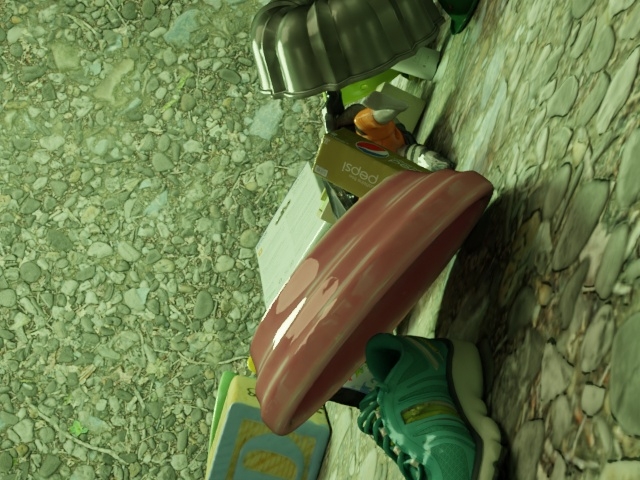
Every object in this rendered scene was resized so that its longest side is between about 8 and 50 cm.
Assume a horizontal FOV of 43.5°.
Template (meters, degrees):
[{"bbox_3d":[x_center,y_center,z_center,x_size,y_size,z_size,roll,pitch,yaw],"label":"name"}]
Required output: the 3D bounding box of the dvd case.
[{"bbox_3d":[0.050,0.021,1.117,0.164,0.018,0.221,-118,8,-60],"label":"dvd case"}]

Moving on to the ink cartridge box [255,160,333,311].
[{"bbox_3d":[-0.061,-0.007,2.171,0.324,0.071,0.330,-57,24,23],"label":"ink cartridge box"}]

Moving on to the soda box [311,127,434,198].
[{"bbox_3d":[0.084,-0.079,1.028,0.061,0.181,0.058,-27,-38,-56],"label":"soda box"}]

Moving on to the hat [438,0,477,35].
[{"bbox_3d":[0.168,-0.452,1.275,0.173,0.183,0.208,-82,10,-50],"label":"hat"}]

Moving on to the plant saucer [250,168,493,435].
[{"bbox_3d":[0.042,0.049,0.822,0.332,0.084,0.332,-46,-12,-13],"label":"plant saucer"}]

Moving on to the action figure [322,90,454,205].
[{"bbox_3d":[0.109,-0.082,1.244,0.330,0.178,0.341,-72,-30,-79],"label":"action figure"}]

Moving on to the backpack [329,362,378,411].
[{"bbox_3d":[0.049,0.174,1.038,0.114,0.105,0.084,138,148,-69],"label":"backpack"}]

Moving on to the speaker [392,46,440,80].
[{"bbox_3d":[0.141,-0.331,1.429,0.055,0.136,0.055,-164,90,-85],"label":"speaker"}]

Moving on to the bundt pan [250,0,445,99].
[{"bbox_3d":[0.026,-0.361,1.307,0.331,0.331,0.124,-83,-28,-58],"label":"bundt pan"}]

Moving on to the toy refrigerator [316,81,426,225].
[{"bbox_3d":[0.086,-0.148,1.465,0.102,0.094,0.269,-121,56,-83],"label":"toy refrigerator"}]

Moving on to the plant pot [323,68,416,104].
[{"bbox_3d":[0.083,-0.400,1.592,0.227,0.207,0.228,-91,-14,-75],"label":"plant pot"}]

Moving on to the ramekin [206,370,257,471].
[{"bbox_3d":[-0.160,0.452,1.811,0.303,0.148,0.303,-175,90,-90],"label":"ramekin"}]

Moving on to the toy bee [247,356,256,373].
[{"bbox_3d":[-0.071,0.224,1.631,0.195,0.162,0.298,-17,-24,-43],"label":"toy bee"}]

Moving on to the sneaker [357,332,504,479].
[{"bbox_3d":[0.083,0.171,0.686,0.275,0.110,0.107,-87,15,-66],"label":"sneaker"}]

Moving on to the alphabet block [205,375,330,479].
[{"bbox_3d":[-0.101,0.384,1.486,0.197,0.192,0.193,-138,66,-83],"label":"alphabet block"}]
